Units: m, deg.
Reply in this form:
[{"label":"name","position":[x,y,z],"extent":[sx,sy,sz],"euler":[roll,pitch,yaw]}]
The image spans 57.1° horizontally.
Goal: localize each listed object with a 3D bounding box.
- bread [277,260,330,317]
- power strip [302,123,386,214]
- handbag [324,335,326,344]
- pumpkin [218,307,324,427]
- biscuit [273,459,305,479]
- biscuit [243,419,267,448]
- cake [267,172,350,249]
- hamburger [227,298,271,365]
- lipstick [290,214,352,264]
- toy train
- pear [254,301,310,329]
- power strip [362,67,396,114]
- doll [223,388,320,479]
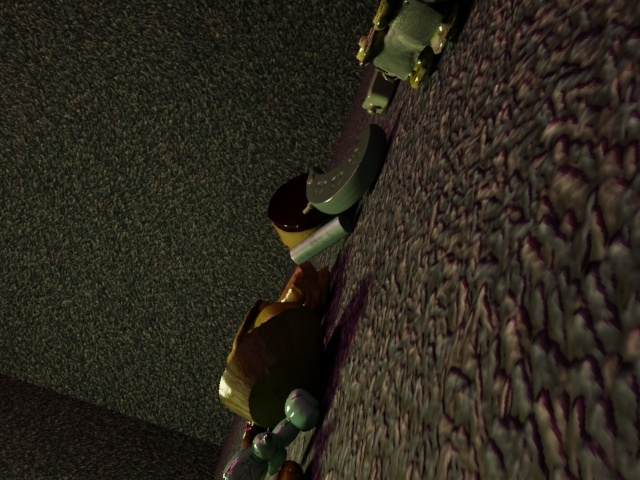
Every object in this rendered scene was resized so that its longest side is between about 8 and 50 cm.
[{"label":"bread","position":[-0.066,0.187,1.377],"extent":[0.185,0.109,0.380],"euler":[-64,-1,-53]},{"label":"power strip","position":[0.041,-0.136,1.275],"extent":[0.253,0.054,0.168],"euler":[-33,36,42]},{"label":"handbag","position":[-0.036,0.194,1.105],"extent":[0.027,0.083,0.061],"euler":[-175,107,-85]},{"label":"pumpkin","position":[-0.059,0.227,0.976],"extent":[0.110,0.217,0.217],"euler":[46,125,38]},{"label":"biscuit","position":[-0.067,0.411,0.786],"extent":[0.226,0.042,0.226],"euler":[-160,90,-85]},{"label":"biscuit","position":[-0.152,0.443,1.467],"extent":[0.192,0.049,0.192],"euler":[8,-90,-82]},{"label":"cake","position":[-0.018,-0.046,1.449],"extent":[0.208,0.185,0.178],"euler":[-77,-28,-44]},{"label":"hamburger","position":[-0.155,0.298,1.646],"extent":[0.244,0.163,0.244],"euler":[22,-90,-87]},{"label":"lipstick","position":[0.000,0.000,1.326],"extent":[0.158,0.048,0.048],"euler":[-34,25,32]},{"label":"toy train","position":[0.153,-0.372,0.968],"extent":[0.261,0.134,0.178],"euler":[127,163,-74]},{"label":"pear","position":[-0.059,0.179,1.192],"extent":[0.104,0.141,0.141],"euler":[-55,1,-13]},{"label":"power strip","position":[0.190,-0.485,1.483],"extent":[0.091,0.062,0.385],"euler":[130,160,-76]},{"label":"doll","position":[-0.059,0.294,0.880],"extent":[0.159,0.059,0.159],"euler":[-55,-19,16]}]
